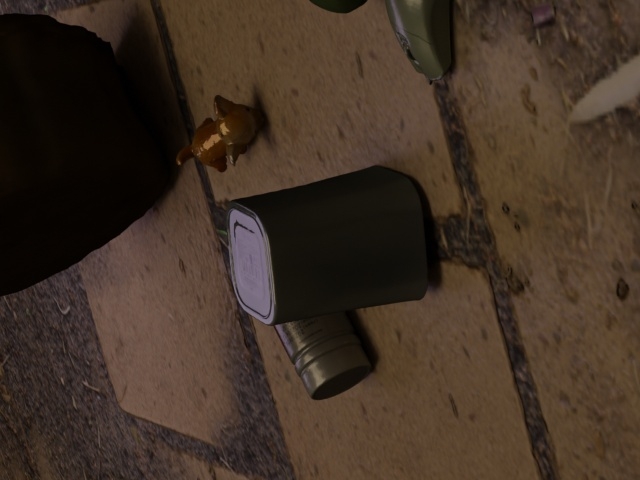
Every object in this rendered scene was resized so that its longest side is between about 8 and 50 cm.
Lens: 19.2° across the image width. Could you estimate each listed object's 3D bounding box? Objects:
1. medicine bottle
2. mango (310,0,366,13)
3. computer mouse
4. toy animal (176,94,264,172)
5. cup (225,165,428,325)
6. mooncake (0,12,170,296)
[{"bbox_3d":[-0.002,0.077,1.544,0.091,0.058,0.058,62,156,20],"label":"medicine bottle"},{"bbox_3d":[0.007,-0.234,1.257,0.130,0.092,0.195,51,158,42],"label":"mango"},{"bbox_3d":[0.062,-0.151,1.260,0.056,0.032,0.110,41,143,51],"label":"computer mouse"},{"bbox_3d":[-0.086,-0.088,1.594,0.083,0.081,0.060,156,98,-87],"label":"toy animal"},{"bbox_3d":[0.000,0.000,1.400,0.128,0.129,0.095,-152,54,-63],"label":"cup"},{"bbox_3d":[-0.317,-0.075,1.808,0.187,0.324,0.324,69,157,14],"label":"mooncake"}]
